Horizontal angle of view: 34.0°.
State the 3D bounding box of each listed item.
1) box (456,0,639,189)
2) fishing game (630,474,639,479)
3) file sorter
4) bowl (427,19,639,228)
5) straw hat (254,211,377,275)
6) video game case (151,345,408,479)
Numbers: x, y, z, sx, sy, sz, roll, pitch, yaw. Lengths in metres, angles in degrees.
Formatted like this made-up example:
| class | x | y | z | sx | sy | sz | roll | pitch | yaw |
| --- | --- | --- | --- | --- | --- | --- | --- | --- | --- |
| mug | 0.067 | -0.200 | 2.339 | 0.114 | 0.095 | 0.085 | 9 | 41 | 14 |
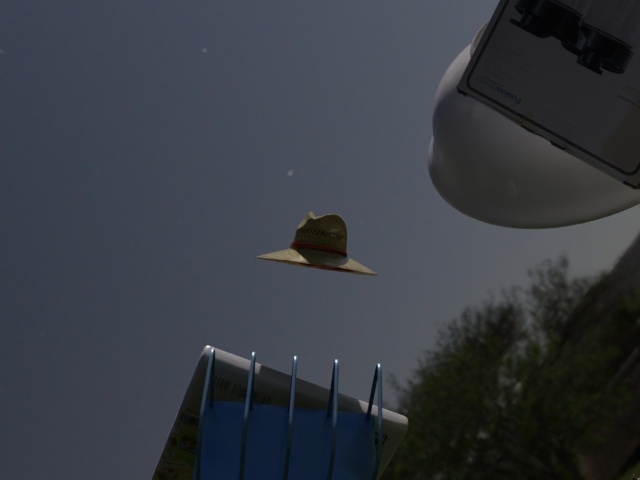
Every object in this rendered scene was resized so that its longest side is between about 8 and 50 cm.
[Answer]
| class | x | y | z | sx | sy | sz | roll | pitch | yaw |
| --- | --- | --- | --- | --- | --- | --- | --- | --- | --- |
| box | 0.246 | -0.202 | 0.786 | 0.087 | 0.169 | 0.290 | -8 | -53 | -60 |
| fishing game | 0.396 | 0.450 | 1.425 | 0.189 | 0.264 | 0.041 | -15 | 10 | 3 |
| file sorter | -0.029 | 0.174 | 0.973 | 0.118 | 0.170 | 0.104 | -87 | 2 | -50 |
| bowl | 0.237 | -0.157 | 1.078 | 0.298 | 0.298 | 0.134 | -44 | -49 | -23 |
| straw hat | 0.000 | 0.000 | 1.155 | 0.144 | 0.145 | 0.061 | 17 | -98 | -69 |
| video game case | -0.049 | 0.227 | 1.128 | 0.026 | 0.227 | 0.206 | -79 | 11 | -56 |
